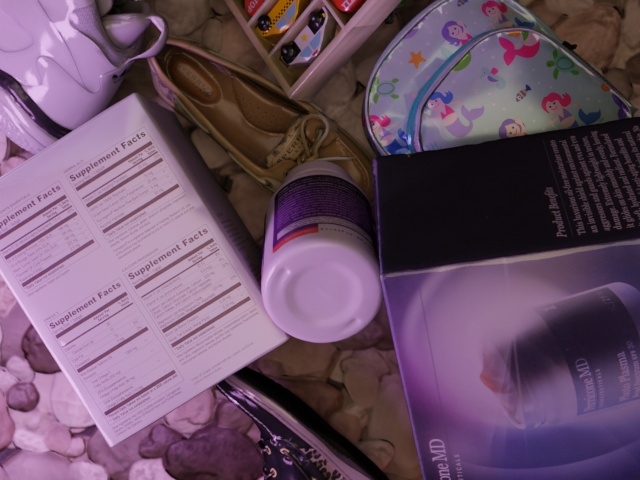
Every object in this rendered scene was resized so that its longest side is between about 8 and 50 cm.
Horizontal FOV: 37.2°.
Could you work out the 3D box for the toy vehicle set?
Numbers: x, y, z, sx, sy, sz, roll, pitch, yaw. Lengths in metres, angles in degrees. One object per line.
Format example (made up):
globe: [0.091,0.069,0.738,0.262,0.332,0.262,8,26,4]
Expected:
toy vehicle set: [0.021,-0.288,0.930,0.267,0.035,0.166,-46,64,27]

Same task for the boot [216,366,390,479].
boot: [-0.055,0.261,1.007,0.236,0.085,0.178,41,94,-7]

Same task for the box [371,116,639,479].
box: [0.212,0.071,0.815,0.294,0.182,0.296,-8,126,9]

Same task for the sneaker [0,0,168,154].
sneaker: [-0.311,-0.274,0.938,0.210,0.137,0.366,-36,97,29]

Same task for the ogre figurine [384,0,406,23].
ogre figurine: [0.112,-0.316,0.970,0.197,0.118,0.097,-37,91,3]

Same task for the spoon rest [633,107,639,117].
spoon rest: [0.335,-0.011,0.928,0.137,0.276,0.084,-32,49,-21]

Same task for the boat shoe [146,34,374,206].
boat shoe: [-0.062,-0.115,0.994,0.285,0.089,0.104,32,92,-1]

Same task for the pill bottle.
pill bottle: [0.000,0.000,0.896,0.108,0.193,0.108,-1,120,-1]

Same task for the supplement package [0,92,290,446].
supplement package: [-0.175,0.024,0.947,0.198,0.199,0.262,-32,92,2]

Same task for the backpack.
backpack: [0.167,-0.119,0.950,0.253,0.191,0.225,45,93,4]
